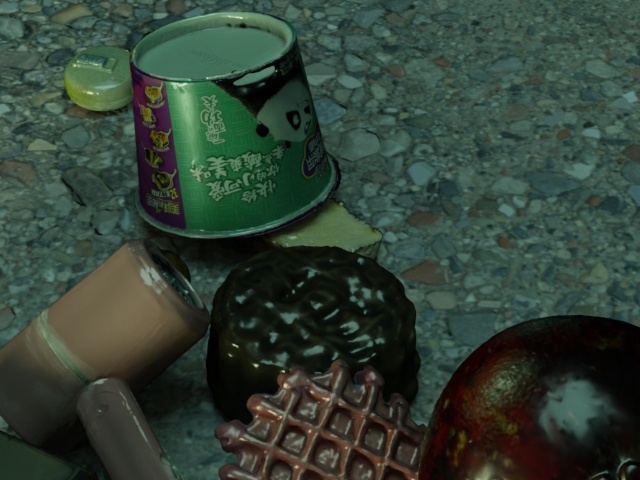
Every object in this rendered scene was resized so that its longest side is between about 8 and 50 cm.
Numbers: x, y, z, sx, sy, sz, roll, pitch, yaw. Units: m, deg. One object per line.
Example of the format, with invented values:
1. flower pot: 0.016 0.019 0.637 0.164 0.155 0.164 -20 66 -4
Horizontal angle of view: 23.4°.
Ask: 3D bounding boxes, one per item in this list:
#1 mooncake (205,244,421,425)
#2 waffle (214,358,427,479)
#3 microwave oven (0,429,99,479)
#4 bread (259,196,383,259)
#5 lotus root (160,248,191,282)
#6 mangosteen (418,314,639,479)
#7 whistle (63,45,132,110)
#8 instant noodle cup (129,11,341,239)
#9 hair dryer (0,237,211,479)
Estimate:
1. mooncake: -0.007 0.104 1.608 0.228 0.124 0.228 0 42 0
2. waffle: 0.014 0.228 1.456 0.221 0.055 0.234 -18 76 -17
3. microwave oven: -0.336 0.274 1.391 0.247 0.178 0.188 20 44 22
4. bread: 0.000 0.000 1.782 0.126 0.044 0.129 -28 46 -36
5. lotus root: -0.194 0.059 1.688 0.108 0.094 0.191 41 43 -4
6. mangosteen: 0.229 0.203 1.384 0.311 0.311 0.311 -1 42 1
7. whistle: -0.237 -0.207 2.001 0.198 0.057 0.104 9 44 13
8. instant noodle cup: -0.110 -0.144 1.795 0.251 0.190 0.251 -6 31 3
9. hair dryer: -0.168 0.178 1.477 0.210 0.125 0.352 -40 53 5
